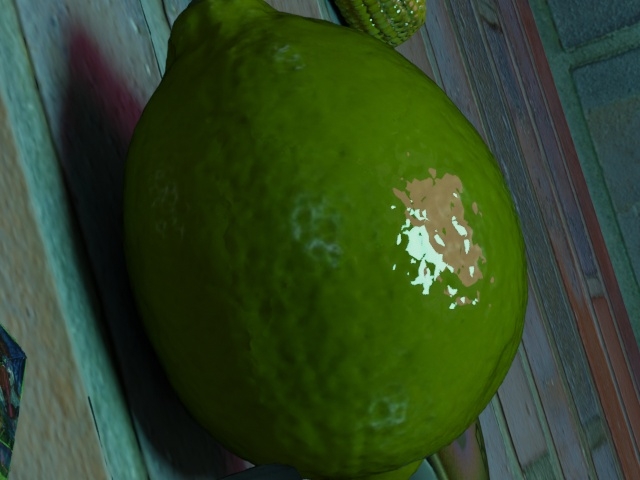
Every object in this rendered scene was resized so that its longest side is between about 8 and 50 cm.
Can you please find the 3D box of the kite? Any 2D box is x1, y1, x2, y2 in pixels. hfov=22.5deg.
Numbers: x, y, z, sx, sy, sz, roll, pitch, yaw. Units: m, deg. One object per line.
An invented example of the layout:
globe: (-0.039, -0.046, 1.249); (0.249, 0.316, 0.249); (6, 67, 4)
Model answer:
kite: (-0.126, 0.045, 0.569); (0.090, 0.004, 0.122); (-26, 98, -74)

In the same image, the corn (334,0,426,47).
corn: (0.022, -0.234, 1.249); (0.072, 0.072, 0.203); (-91, 155, -47)

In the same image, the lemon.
lemon: (0.000, 0.000, 0.725); (0.184, 0.184, 0.249); (-37, 108, -73)

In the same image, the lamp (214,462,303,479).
lamp: (-0.029, 0.262, 0.538); (0.130, 0.108, 0.371); (-14, 93, -37)

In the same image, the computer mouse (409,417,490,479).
computer mouse: (0.049, 0.092, 0.981); (0.158, 0.071, 0.310); (-80, 147, -62)
